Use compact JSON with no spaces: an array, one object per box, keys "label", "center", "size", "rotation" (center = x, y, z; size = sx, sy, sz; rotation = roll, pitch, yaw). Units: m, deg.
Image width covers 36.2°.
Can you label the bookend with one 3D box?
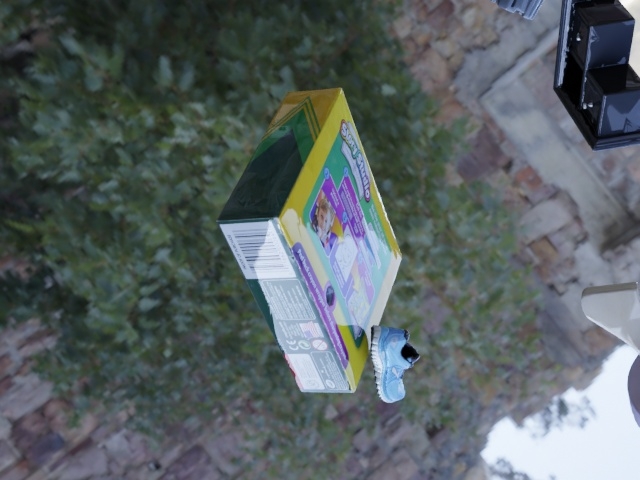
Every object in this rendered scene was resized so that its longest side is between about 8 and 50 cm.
[{"label":"bookend","center":[0.372,-0.227,1.284],"size":[0.072,0.157,0.156],"rotation":[-9,133,-5]}]

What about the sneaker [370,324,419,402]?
[{"label":"sneaker","center":[0.122,0.200,1.555],"size":[0.073,0.162,0.063],"rotation":[-4,-137,9]}]

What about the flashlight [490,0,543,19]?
[{"label":"flashlight","center":[0.367,-0.495,1.509],"size":[0.304,0.103,0.103],"rotation":[-65,-158,19]}]

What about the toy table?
[{"label":"toy table","center":[0.459,0.121,1.191],"size":[0.252,0.160,0.274],"rotation":[-11,-163,8]}]

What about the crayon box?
[{"label":"crayon box","center":[0.000,0.000,1.516],"size":[0.106,0.362,0.313],"rotation":[-3,-139,24]}]
